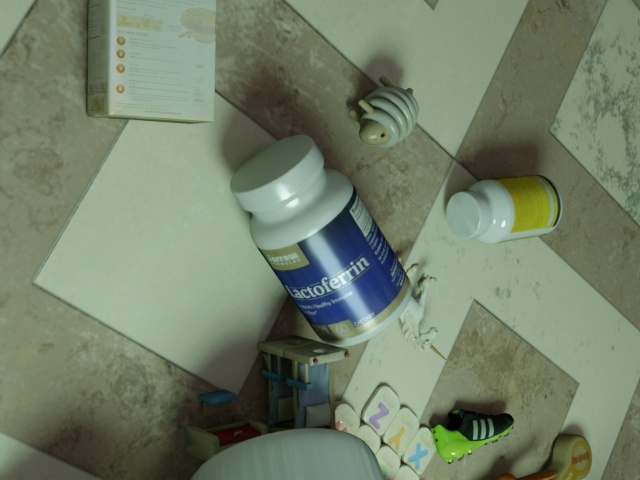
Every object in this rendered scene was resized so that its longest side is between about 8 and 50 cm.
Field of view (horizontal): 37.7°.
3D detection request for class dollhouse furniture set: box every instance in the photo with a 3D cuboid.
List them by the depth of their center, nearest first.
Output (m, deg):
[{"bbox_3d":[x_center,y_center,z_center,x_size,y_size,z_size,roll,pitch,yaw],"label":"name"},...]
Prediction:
[{"bbox_3d":[-0.068,0.211,1.231,0.183,0.129,0.130,-7,98,-36],"label":"dollhouse furniture set"}]

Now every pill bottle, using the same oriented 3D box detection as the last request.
[{"bbox_3d":[0.000,0.000,1.252,0.153,0.153,0.265,-46,117,-25],"label":"pill bottle"},{"bbox_3d":[0.292,-0.049,1.498,0.184,0.103,0.103,-8,98,-37],"label":"pill bottle"}]

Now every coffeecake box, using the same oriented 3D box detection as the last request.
[{"bbox_3d":[-0.203,-0.239,1.132,0.142,0.068,0.186,-1,94,-37],"label":"coffeecake box"}]

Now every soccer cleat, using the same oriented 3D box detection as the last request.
[{"bbox_3d":[0.251,0.302,1.525,0.178,0.060,0.072,-14,76,-42],"label":"soccer cleat"}]

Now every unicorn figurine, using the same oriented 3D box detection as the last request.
[{"bbox_3d":[0.137,0.097,1.428,0.161,0.060,0.111,30,75,-18],"label":"unicorn figurine"}]

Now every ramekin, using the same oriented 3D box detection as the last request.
[{"bbox_3d":[-0.038,0.349,1.180,0.277,0.277,0.135,17,44,-37],"label":"ramekin"}]

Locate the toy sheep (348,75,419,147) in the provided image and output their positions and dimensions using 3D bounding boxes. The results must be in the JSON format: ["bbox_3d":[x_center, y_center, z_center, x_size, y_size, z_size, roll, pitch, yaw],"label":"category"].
[{"bbox_3d":[0.098,-0.184,1.356,0.132,0.091,0.091,-50,120,-29],"label":"toy sheep"}]

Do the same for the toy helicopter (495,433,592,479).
[{"bbox_3d":[0.368,0.456,1.605,0.355,0.140,0.235,-47,110,-37],"label":"toy helicopter"}]

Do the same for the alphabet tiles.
[{"bbox_3d":[0.071,0.375,1.417,0.284,0.021,0.278,49,66,-30],"label":"alphabet tiles"}]
